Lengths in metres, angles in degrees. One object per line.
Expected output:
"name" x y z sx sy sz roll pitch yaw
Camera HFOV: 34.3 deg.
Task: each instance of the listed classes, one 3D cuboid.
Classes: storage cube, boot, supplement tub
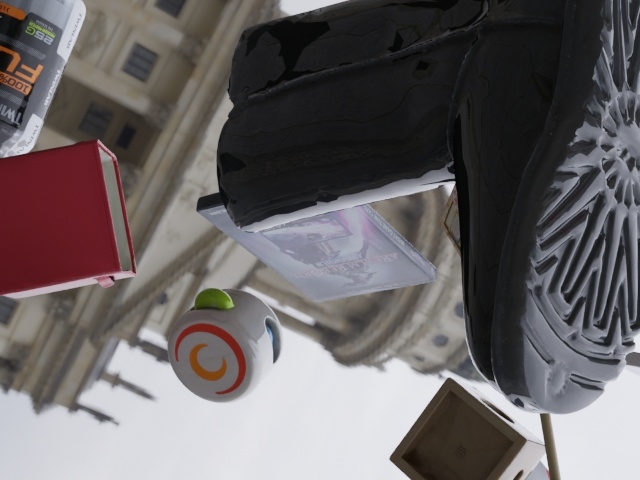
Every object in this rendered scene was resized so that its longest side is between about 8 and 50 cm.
"storage cube" -0.383 -0.026 1.490 0.183 0.193 0.215 134 -55 -86
"boot" 0.056 -0.051 0.860 0.445 0.146 0.367 -2 -117 46
"supplement tub" -0.510 -0.266 1.634 0.193 0.193 0.316 1 -109 67

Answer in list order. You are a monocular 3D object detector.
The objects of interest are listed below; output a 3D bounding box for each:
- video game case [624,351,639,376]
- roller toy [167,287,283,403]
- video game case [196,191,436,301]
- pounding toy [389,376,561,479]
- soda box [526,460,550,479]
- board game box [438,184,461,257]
"video game case" 0.611 0.230 1.632 0.204 0.285 0.025 8 -103 41
"roller toy" -0.174 0.194 1.933 0.209 0.191 0.146 -52 176 29
"video game case" 0.000 0.000 1.340 0.196 0.274 0.026 -12 -125 32
"pounding toy" 0.222 0.256 1.229 0.206 0.094 0.181 38 -85 34
"soda box" 0.276 0.369 1.416 0.091 0.286 0.098 -23 -157 39
"board game box" 0.249 -0.040 1.570 0.193 0.045 0.147 -111 -145 -57
